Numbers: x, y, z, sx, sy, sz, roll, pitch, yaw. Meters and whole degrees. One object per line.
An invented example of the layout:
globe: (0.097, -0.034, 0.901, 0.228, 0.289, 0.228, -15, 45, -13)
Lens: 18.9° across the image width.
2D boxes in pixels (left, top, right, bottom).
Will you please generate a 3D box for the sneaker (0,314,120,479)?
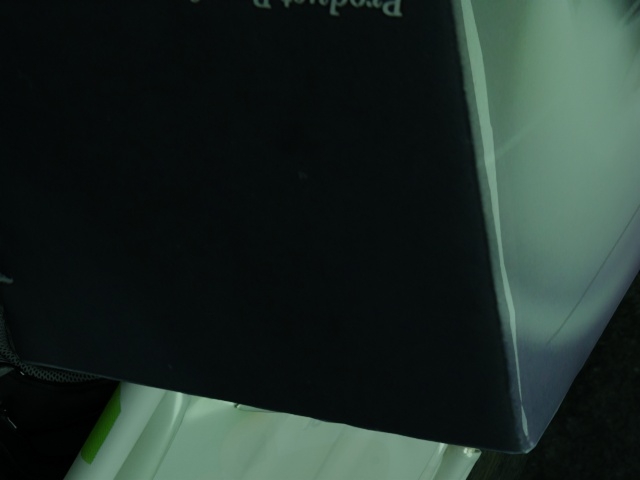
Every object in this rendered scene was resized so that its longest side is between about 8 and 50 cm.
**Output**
sneaker: (-0.025, 0.019, 0.721, 0.268, 0.101, 0.153, -39, 144, -26)

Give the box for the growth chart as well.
growth chart: (-0.024, 0.110, 0.705, 0.172, 0.021, 0.237, -55, 145, 8)

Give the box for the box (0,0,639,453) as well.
box: (0.023, -0.150, 0.554, 0.296, 0.183, 0.294, -51, 140, -43)
